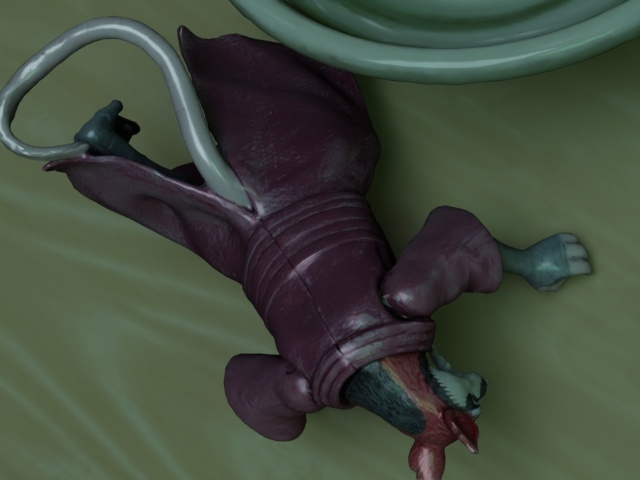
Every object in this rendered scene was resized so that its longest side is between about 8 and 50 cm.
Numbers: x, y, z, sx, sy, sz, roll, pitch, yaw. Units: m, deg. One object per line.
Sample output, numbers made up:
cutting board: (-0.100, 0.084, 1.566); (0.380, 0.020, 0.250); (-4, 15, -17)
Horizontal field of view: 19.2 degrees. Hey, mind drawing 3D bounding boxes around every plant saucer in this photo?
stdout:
plant saucer: (0.112, -0.243, 1.258); (0.400, 0.100, 0.400); (-7, 55, 10)

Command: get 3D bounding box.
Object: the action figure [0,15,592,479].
action figure: (0.000, 0.000, 1.255); (0.248, 0.276, 0.370); (-42, 55, 10)
